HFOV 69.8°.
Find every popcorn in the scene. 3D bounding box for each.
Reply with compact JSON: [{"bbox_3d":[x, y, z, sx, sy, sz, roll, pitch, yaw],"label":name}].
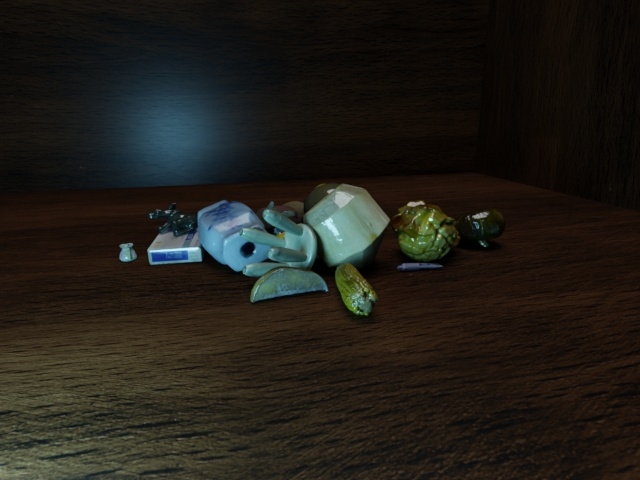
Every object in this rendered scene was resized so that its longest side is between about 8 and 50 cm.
[{"bbox_3d":[0.413,-0.031,1.803,0.333,0.224,0.265,14,13,-47],"label":"popcorn"}]

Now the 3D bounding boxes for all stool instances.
[{"bbox_3d":[-0.144,0.020,1.545,0.199,0.195,0.195,15,-35,-38],"label":"stool"}]

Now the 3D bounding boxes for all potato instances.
[{"bbox_3d":[-0.109,0.119,1.467,0.262,0.100,0.120,-7,18,-22],"label":"potato"}]

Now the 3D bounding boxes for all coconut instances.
[{"bbox_3d":[0.099,-0.038,1.683,0.324,0.322,0.323,0,16,0],"label":"coconut"}]

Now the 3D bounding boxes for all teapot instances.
[{"bbox_3d":[-0.756,0.047,1.799,0.064,0.064,0.083,-9,18,-25],"label":"teapot"}]

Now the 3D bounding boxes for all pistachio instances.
[{"bbox_3d":[-0.127,-0.117,2.240,0.138,0.153,0.238,-38,-3,25],"label":"pistachio"}]

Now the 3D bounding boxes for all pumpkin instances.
[{"bbox_3d":[0.677,-0.048,1.948,0.219,0.162,0.219,-14,-5,-1],"label":"pumpkin"}]

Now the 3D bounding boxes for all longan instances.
[{"bbox_3d":[0.055,-0.143,2.123,0.259,0.257,0.258,0,16,0],"label":"longan"}]

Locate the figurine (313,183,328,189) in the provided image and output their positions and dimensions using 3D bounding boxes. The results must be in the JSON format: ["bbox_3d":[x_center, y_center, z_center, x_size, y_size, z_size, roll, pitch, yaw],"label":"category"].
[{"bbox_3d":[0.059,-0.231,2.567,0.257,0.167,0.193,18,11,42],"label":"figurine"}]

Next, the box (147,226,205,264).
[{"bbox_3d":[-0.581,0.012,1.913,0.201,0.065,0.343,-3,16,-7],"label":"box"}]

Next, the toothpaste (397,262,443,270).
[{"bbox_3d":[0.360,0.094,1.670,0.170,0.028,0.045,-2,9,-13],"label":"toothpaste"}]

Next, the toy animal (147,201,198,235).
[{"bbox_3d":[-0.634,-0.085,1.973,0.245,0.114,0.146,28,33,19],"label":"toy animal"}]

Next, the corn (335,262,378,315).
[{"bbox_3d":[0.100,0.141,1.396,0.097,0.096,0.320,-3,14,-7],"label":"corn"}]

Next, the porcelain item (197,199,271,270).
[{"bbox_3d":[-0.347,-0.029,1.784,0.243,0.178,0.405,-26,28,-19],"label":"porcelain item"}]

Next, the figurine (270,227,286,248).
[{"bbox_3d":[-0.114,0.016,1.815,0.185,0.127,0.234,0,4,-16],"label":"figurine"}]

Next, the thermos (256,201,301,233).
[{"bbox_3d":[-0.178,-0.090,1.970,0.177,0.145,0.265,-16,-6,13],"label":"thermos"}]
